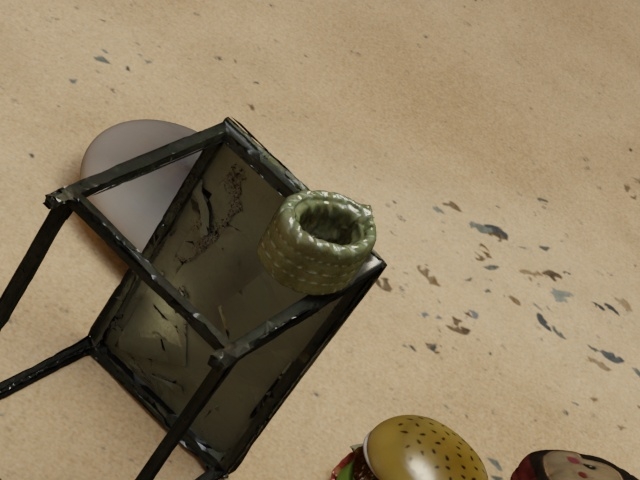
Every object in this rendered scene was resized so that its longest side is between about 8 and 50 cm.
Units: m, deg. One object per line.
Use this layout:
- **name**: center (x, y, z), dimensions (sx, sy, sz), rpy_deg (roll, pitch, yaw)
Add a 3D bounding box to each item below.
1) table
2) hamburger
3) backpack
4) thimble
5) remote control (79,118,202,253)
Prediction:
- **table**: center (-0.161, 0.101, 1.682), dimensions (0.222, 0.335, 0.272), rpy_deg (43, 35, 13)
- **hamburger**: center (0.099, 0.261, 1.882), dimensions (0.175, 0.137, 0.175), rpy_deg (25, 32, -17)
- **backpack**: center (0.311, 0.332, 1.978), dimensions (0.229, 0.139, 0.229), rpy_deg (23, 17, -8)
- **thimble**: center (0.000, 0.000, 1.586), dimensions (0.110, 0.062, 0.084), rpy_deg (-17, 58, -48)
- **remote control**: center (-0.136, -0.014, 2.051), dimensions (0.332, 0.103, 0.221), rpy_deg (46, 42, 17)
